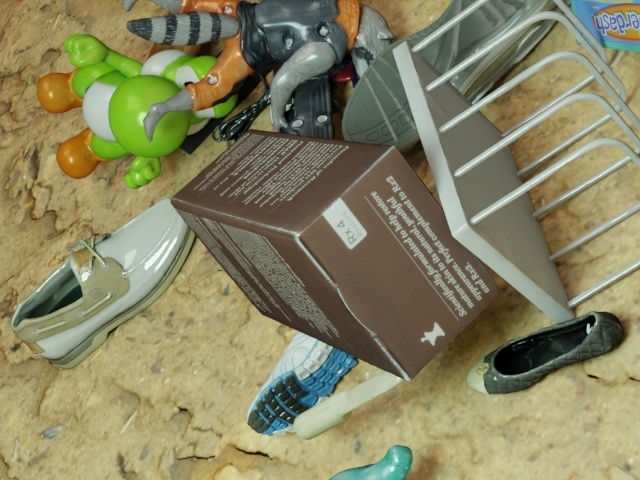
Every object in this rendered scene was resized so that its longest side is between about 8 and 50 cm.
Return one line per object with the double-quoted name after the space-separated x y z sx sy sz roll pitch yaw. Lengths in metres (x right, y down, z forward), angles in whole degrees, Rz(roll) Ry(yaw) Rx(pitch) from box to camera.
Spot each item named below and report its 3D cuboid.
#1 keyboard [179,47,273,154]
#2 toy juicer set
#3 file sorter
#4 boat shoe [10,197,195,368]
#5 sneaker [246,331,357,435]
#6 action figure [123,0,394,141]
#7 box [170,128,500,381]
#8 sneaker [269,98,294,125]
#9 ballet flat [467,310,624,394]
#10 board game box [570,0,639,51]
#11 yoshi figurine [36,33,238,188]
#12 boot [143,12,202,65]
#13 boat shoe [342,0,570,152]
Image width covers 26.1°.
-0.095 -0.245 1.935 0.317 0.033 0.201 -46 39 13 "keyboard"
0.017 0.284 1.391 0.209 0.089 0.329 -9 62 61 "toy juicer set"
0.220 -0.100 1.365 0.173 0.193 0.277 -35 42 21 "file sorter"
-0.293 0.049 1.866 0.302 0.103 0.113 -46 39 11 "boat shoe"
-0.015 0.137 1.546 0.190 0.071 0.083 -46 31 -2 "sneaker"
-0.063 -0.213 1.705 0.330 0.178 0.341 -10 61 -5 "action figure"
0.000 0.000 1.432 0.143 0.191 0.381 -42 21 -12 "box"
-0.037 -0.197 1.831 0.044 0.040 0.109 17 89 8 "sneaker"
0.212 0.104 1.334 0.173 0.049 0.057 -27 45 31 "ballet flat"
0.317 -0.297 1.405 0.047 0.210 0.160 -28 28 -29 "board game box"
-0.274 -0.178 1.904 0.362 0.203 0.203 -6 62 48 "yoshi figurine"
-0.161 -0.372 2.018 0.264 0.096 0.280 -6 57 54 "boot"
0.158 -0.204 1.595 0.320 0.103 0.118 -45 58 21 "boat shoe"
